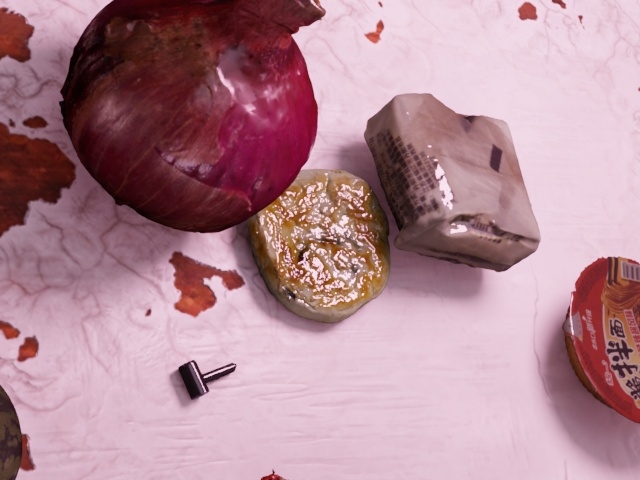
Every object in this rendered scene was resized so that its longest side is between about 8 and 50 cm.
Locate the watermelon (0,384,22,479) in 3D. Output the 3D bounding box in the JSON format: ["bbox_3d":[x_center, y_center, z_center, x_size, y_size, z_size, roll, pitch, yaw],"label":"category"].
[{"bbox_3d":[-0.421,0.218,1.466,0.212,0.212,0.212,14,63,-28],"label":"watermelon"}]

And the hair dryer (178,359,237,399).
[{"bbox_3d":[-0.140,0.171,1.786,0.083,0.026,0.047,-17,81,-41],"label":"hair dryer"}]

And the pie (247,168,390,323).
[{"bbox_3d":[0.000,0.000,1.934,0.241,0.054,0.240,12,65,-28],"label":"pie"}]

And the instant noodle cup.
[{"bbox_3d":[0.458,0.163,2.138,0.274,0.091,0.274,14,63,-29],"label":"instant noodle cup"}]

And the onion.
[{"bbox_3d":[-0.127,-0.202,1.736,0.348,0.385,0.347,28,42,-28],"label":"onion"}]

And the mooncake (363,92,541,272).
[{"bbox_3d":[0.187,-0.078,2.031,0.250,0.136,0.254,10,56,-38],"label":"mooncake"}]

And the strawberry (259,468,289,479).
[{"bbox_3d":[-0.055,0.336,1.750,0.073,0.073,0.083,33,92,-17],"label":"strawberry"}]
